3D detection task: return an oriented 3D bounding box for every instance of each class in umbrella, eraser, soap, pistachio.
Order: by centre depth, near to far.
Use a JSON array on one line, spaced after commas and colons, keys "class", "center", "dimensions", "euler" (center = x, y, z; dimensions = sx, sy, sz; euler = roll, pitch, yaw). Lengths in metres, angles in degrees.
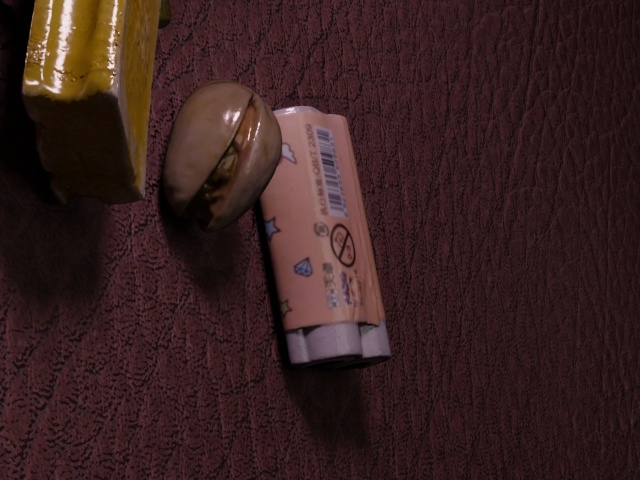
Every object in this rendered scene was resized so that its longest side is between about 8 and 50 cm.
[{"class": "soap", "center": [-0.208, -0.206, 1.812], "dimensions": [0.199, 0.091, 0.315], "euler": [82, 8, -56]}, {"class": "umbrella", "center": [-0.278, -0.200, 1.839], "dimensions": [0.122, 0.013, 0.022], "euler": [51, 54, -41]}, {"class": "pistachio", "center": [-0.105, -0.093, 2.017], "dimensions": [0.124, 0.124, 0.185], "euler": [51, 51, -40]}, {"class": "eraser", "center": [0.000, 0.000, 2.197], "dimensions": [0.171, 0.087, 0.290], "euler": [7, 69, -59]}]

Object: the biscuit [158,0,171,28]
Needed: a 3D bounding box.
[{"class": "biscuit", "center": [-0.216, -0.378, 2.031], "dimensions": [0.099, 0.038, 0.322], "euler": [2, 75, -60]}]
